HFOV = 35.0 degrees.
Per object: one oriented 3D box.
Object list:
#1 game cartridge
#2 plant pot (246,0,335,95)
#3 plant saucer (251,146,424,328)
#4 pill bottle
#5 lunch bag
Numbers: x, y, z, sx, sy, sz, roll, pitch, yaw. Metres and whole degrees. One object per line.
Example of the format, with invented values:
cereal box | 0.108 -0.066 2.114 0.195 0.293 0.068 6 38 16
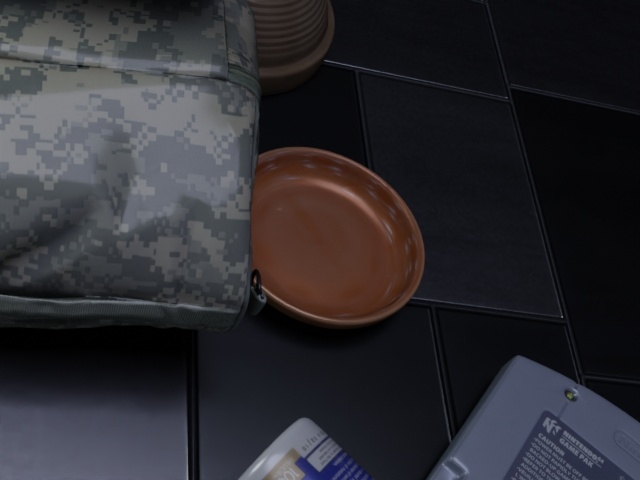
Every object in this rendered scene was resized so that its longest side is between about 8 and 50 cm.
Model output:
game cartridge | 0.246 0.241 0.871 0.294 0.060 0.196 39 53 7
plant pot | -0.085 -0.275 1.070 0.237 0.110 0.237 12 53 -16
plant saucer | 0.000 0.000 0.950 0.199 0.037 0.200 12 51 -15
pill bottle | 0.018 0.230 0.735 0.186 0.112 0.112 42 50 10
lunch bag | -0.199 -0.053 0.783 0.305 0.212 0.256 4 57 -18
